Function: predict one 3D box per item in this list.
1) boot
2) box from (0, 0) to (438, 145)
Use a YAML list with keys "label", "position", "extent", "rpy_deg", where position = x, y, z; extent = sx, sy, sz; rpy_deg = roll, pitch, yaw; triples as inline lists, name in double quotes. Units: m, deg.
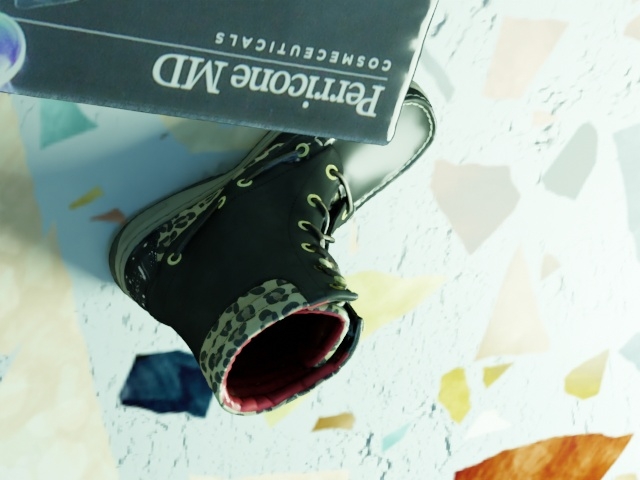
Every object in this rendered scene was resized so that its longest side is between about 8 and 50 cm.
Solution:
- label: "boot"
  position: [0.000, 0.002, 1.012]
  extent: [0.236, 0.178, 0.085]
  rpy_deg: [-31, 126, -8]
- label: "box"
  position: [-0.073, -0.278, 0.807]
  extent: [0.293, 0.212, 0.396]
  rpy_deg: [5, 114, -30]
